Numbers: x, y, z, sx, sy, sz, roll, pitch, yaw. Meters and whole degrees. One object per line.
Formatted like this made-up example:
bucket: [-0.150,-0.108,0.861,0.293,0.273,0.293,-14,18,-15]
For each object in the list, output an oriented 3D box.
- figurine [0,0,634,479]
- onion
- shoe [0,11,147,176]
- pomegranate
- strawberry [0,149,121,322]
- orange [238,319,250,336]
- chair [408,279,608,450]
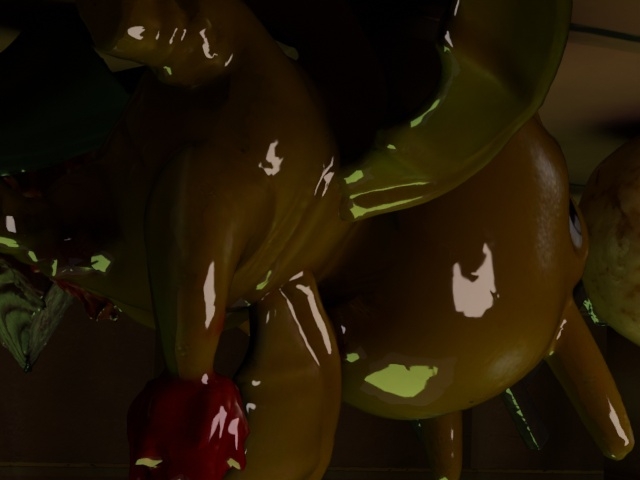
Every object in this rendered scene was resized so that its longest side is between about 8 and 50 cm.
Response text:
figurine: [0.000,0.013,0.670,0.387,0.401,0.268,17,-175,-45]
onion: [-0.299,-0.002,1.240,0.111,0.247,0.250,24,146,-4]
shoe: [-0.172,-0.112,0.780,0.241,0.093,0.108,-19,-154,-38]
pomegranate: [0.321,0.006,0.994,0.215,0.215,0.215,3,174,0]
strawberry: [-0.187,-0.058,0.991,0.178,0.234,0.234,33,170,-4]
orange: [0.015,-0.006,0.960,0.240,0.240,0.240,3,174,0]
chair: [0.145,0.006,1.319,0.203,0.416,0.240,-3,-144,45]
